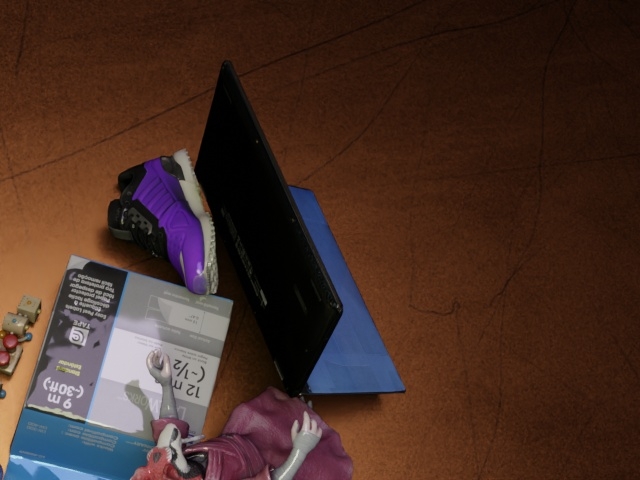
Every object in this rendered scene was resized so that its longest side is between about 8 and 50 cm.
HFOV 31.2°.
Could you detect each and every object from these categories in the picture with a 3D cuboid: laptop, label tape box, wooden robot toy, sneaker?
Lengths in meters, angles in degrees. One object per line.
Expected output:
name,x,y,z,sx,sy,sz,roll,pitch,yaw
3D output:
laptop,0.000,0.000,1.607,0.236,0.408,0.382,-15,65,-23
label tape box,-0.286,0.222,1.629,0.249,0.115,0.348,17,64,-12
wooden robot toy,-0.463,0.147,1.626,0.079,0.076,0.173,18,65,1
sneaker,-0.240,-0.016,1.706,0.146,0.102,0.293,-11,42,-12

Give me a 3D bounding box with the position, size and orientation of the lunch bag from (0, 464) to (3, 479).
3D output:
lunch bag,-0.542,0.278,1.505,0.176,0.090,0.219,-38,64,-25

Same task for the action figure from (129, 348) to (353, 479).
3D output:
action figure,-0.128,0.309,1.530,0.370,0.248,0.276,3,109,-54
